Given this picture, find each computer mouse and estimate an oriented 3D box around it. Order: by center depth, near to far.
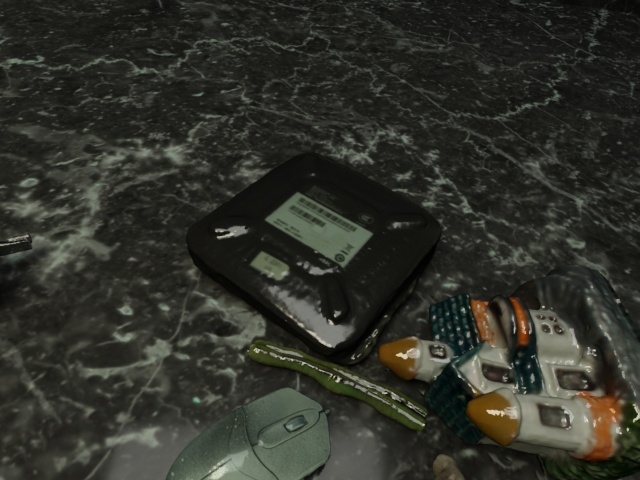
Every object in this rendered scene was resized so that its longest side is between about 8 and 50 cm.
[{"bbox_3d":[-0.078,0.259,0.512,0.229,0.068,0.113,-23,58,-26],"label":"computer mouse"}]

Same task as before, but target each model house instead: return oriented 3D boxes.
[{"bbox_3d":[0.234,0.160,0.571,0.300,0.190,0.271,7,50,-2],"label":"model house"}]

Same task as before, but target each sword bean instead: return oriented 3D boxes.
[{"bbox_3d":[0.020,0.201,0.601,0.269,0.038,0.043,20,40,9],"label":"sword bean"}]

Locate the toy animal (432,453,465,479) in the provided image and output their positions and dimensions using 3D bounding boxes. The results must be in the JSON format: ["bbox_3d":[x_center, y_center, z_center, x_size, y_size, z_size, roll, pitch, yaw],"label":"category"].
[{"bbox_3d":[0.084,0.331,0.417,0.121,0.233,0.168,52,19,18],"label":"toy animal"}]

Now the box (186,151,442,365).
[{"bbox_3d":[0.000,0.000,0.736,0.359,0.091,0.350,31,51,20],"label":"box"}]

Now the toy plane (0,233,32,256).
[{"bbox_3d":[-0.600,0.069,0.539,0.381,0.106,0.155,-26,23,-16],"label":"toy plane"}]
